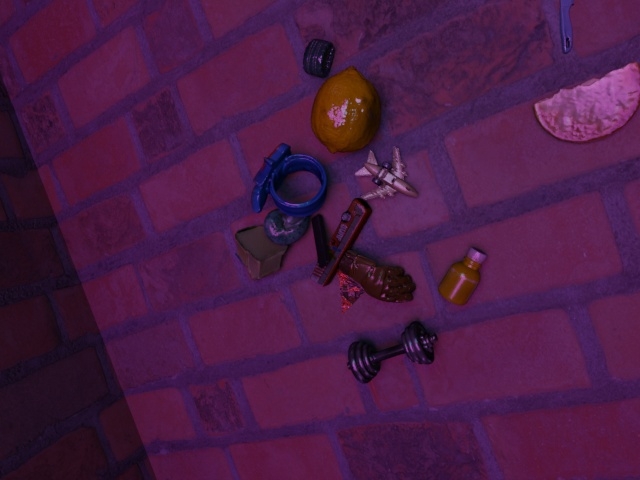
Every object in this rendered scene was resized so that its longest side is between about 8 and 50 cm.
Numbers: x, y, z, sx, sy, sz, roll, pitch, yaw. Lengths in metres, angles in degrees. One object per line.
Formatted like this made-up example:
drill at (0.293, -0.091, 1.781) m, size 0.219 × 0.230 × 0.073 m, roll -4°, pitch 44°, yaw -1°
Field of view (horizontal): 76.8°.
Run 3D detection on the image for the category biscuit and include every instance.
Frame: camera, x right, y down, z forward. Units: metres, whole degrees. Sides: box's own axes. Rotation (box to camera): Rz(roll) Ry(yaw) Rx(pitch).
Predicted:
biscuit at (0.893, -0.431, 1.335) m, size 0.309 × 0.040 × 0.204 m, roll -20°, pitch 92°, yaw 24°

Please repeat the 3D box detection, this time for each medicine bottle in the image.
medicine bottle at (0.548, 0.130, 1.531) m, size 0.122 × 0.122 × 0.212 m, roll 30°, pitch 109°, yaw 14°

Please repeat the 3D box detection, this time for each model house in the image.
model house at (-0.278, 0.060, 1.842) m, size 0.214 × 0.195 × 0.189 m, roll 40°, pitch 137°, yaw 26°

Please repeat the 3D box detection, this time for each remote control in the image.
remote control at (0.000, 0.000, 1.704) m, size 0.063 × 0.025 × 0.245 m, roll -37°, pitch 49°, yaw 36°

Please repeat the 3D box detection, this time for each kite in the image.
kite at (0.138, 0.223, 1.772) m, size 0.125 × 0.008 × 0.222 m, roll -3°, pitch 98°, yaw 22°

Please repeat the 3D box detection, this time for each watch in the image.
watch at (-0.125, -0.208, 1.651) m, size 0.275 × 0.241 × 0.305 m, roll 30°, pitch 81°, yaw 7°

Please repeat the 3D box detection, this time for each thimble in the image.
thimble at (-0.007, -0.722, 1.597) m, size 0.090 × 0.118 × 0.135 m, roll 23°, pitch 107°, yaw 16°

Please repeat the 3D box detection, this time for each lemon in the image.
lemon at (0.099, -0.484, 1.526) m, size 0.268 × 0.268 × 0.321 m, roll 26°, pitch 108°, yaw 15°

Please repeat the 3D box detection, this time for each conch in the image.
conch at (-0.156, -0.071, 1.773) m, size 0.202 × 0.134 × 0.196 m, roll 23°, pitch 64°, yaw 23°

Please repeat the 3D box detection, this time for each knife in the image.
knife at (0.805, -0.777, 1.321) m, size 0.045 × 0.019 × 0.312 m, roll -6°, pitch 97°, yaw 15°

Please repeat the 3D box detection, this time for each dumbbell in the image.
dumbbell at (0.288, 0.462, 1.665) m, size 0.406 × 0.179 × 0.179 m, roll -27°, pitch 89°, yaw 24°

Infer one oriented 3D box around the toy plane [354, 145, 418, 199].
toy plane at (0.271, -0.243, 1.591) m, size 0.256 × 0.104 × 0.241 m, roll 35°, pitch 95°, yaw 19°

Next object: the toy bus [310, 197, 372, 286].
toy bus at (0.084, 0.010, 1.708) m, size 0.092 × 0.093 × 0.408 m, roll 35°, pitch 111°, yaw 17°

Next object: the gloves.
gloves at (0.231, 0.155, 1.651) m, size 0.331 × 0.141 × 0.154 m, roll 30°, pitch 108°, yaw 14°
